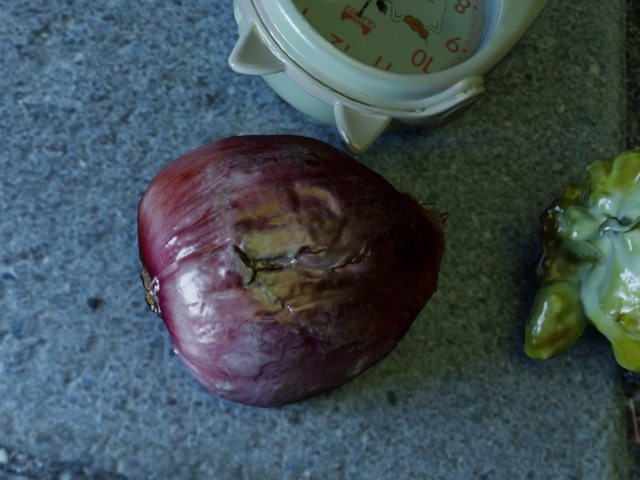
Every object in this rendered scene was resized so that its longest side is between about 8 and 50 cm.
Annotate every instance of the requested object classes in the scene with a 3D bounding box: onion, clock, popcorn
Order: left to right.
[{"bbox_3d":[0.000,0.000,1.498,0.283,0.120,0.227,-16,77,-29],"label":"onion"},{"bbox_3d":[0.044,-0.216,1.631,0.265,0.108,0.324,36,58,-4],"label":"clock"},{"bbox_3d":[0.259,0.023,1.567,0.212,0.198,0.198,-20,71,6],"label":"popcorn"}]
